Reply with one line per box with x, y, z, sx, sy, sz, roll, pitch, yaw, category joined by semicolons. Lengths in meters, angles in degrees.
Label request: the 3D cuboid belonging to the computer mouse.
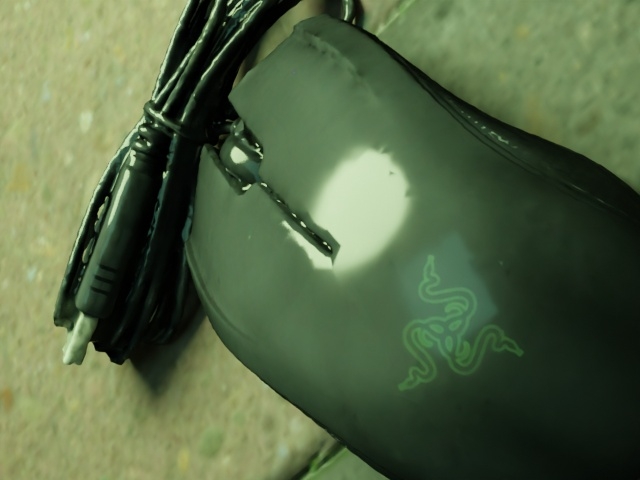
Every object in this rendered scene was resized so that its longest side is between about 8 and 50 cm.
0.000;0.000;0.547;0.272;0.072;0.189;32;100;44;computer mouse
